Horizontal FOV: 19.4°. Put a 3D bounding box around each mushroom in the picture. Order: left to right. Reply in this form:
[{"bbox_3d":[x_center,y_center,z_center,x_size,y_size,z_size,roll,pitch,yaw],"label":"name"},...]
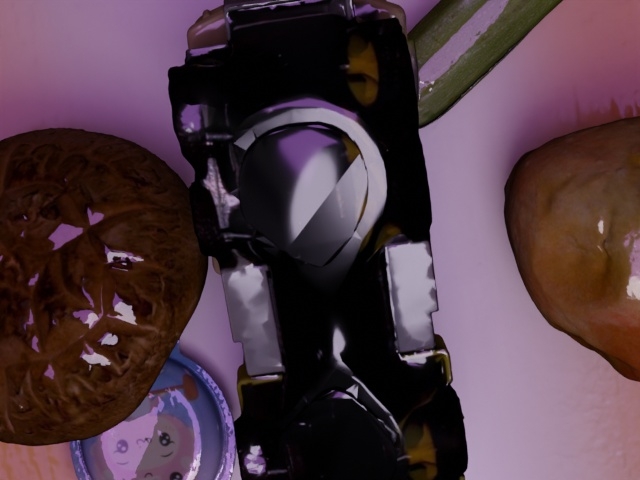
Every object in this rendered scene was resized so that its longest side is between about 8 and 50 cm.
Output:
[{"bbox_3d":[-0.205,0.032,1.439,0.253,0.153,0.253,-5,75,19],"label":"mushroom"}]

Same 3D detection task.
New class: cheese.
[{"bbox_3d":[-0.141,0.127,1.509,0.135,0.052,0.244,-10,86,2],"label":"cheese"}]

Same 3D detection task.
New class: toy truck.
[{"bbox_3d":[0.000,0.000,1.412,0.181,0.254,0.405,-8,110,2],"label":"toy truck"}]

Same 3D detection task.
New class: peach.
[{"bbox_3d":[0.251,-0.005,1.448,0.235,0.214,0.214,27,94,14],"label":"peach"}]

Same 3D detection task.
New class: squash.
[{"bbox_3d":[0.130,-0.177,1.482,0.239,0.069,0.069,-44,95,5],"label":"squash"}]
